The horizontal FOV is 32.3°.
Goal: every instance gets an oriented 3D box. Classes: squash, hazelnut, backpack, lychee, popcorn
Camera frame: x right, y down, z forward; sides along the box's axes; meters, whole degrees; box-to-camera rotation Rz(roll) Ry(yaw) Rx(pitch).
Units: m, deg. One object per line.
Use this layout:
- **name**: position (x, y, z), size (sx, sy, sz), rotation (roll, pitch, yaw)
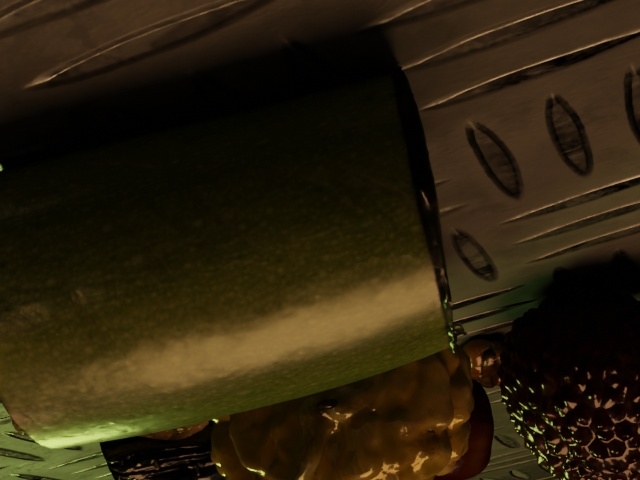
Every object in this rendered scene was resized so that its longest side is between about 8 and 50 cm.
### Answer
- **squash**: position (-0.080, 0.020, 0.962), size (0.384, 0.263, 0.263), rotation (-14, 157, 6)
- **hazelnut**: position (0.215, 0.316, 1.887), size (0.208, 0.208, 0.208), rotation (-9, 157, -4)
- **backpack**: position (-0.213, 0.337, 1.759), size (0.258, 0.206, 0.133), rotation (-11, 117, -13)
- **lychee**: position (0.401, 0.209, 1.589), size (0.306, 0.330, 0.306), rotation (-3, -173, 0)
- **popcorn**: position (0.036, 0.213, 1.402), size (0.349, 0.349, 0.382), rotation (-18, 150, 16)

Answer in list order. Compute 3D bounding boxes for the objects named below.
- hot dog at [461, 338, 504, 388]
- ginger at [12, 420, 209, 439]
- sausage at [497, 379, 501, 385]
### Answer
- **hot dog**: position (0.267, 0.200, 1.799), size (0.090, 0.060, 0.140), rotation (-4, 160, -5)
- **ginger**: position (-0.315, 0.259, 1.665), size (0.294, 0.086, 0.131), rotation (-1, 170, -1)
- **sausage**: position (0.363, 0.217, 1.891), size (0.183, 0.054, 0.062), rotation (-9, 125, 0)
